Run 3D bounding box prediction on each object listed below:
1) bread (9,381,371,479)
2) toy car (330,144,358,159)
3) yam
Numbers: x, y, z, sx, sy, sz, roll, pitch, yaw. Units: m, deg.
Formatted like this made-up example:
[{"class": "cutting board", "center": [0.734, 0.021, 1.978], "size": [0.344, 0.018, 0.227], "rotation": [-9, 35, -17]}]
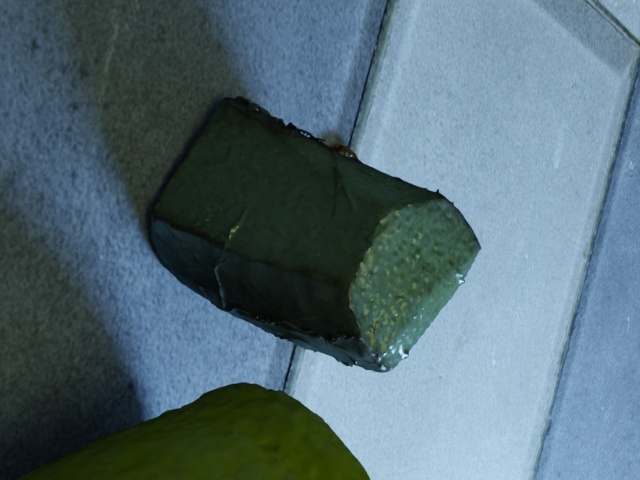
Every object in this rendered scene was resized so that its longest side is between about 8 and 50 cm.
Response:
[{"class": "bread", "center": [-0.119, 0.323, 0.957], "size": [0.308, 0.348, 0.348], "rotation": [-16, 112, -40]}, {"class": "toy car", "center": [0.023, -0.047, 1.267], "size": [0.059, 0.035, 0.122], "rotation": [2, 100, -47]}, {"class": "yam", "center": [0.001, 0.005, 1.073], "size": [0.202, 0.271, 0.201], "rotation": [-57, 138, -16]}]
